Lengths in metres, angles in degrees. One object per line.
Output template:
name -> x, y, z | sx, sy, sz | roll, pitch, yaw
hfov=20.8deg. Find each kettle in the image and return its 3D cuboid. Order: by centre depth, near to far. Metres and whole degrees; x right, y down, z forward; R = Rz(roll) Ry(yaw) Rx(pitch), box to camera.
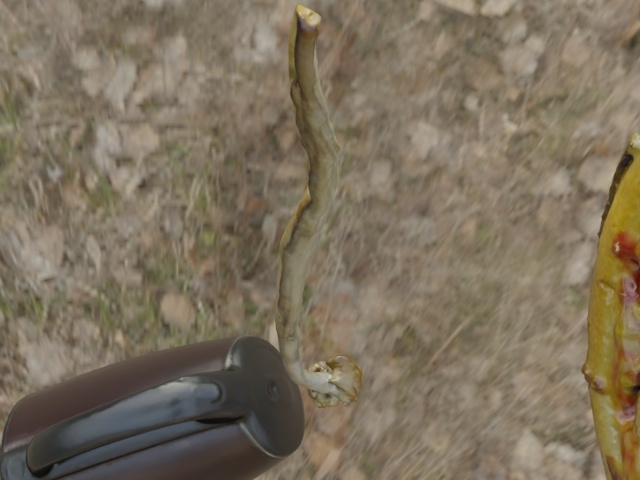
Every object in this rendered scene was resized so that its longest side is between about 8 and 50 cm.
kettle -> -0.139, 0.150, 1.398 | 0.232, 0.202, 0.144 | -24, 68, 27

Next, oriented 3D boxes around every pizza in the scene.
pizza -> 0.162, 0.066, 0.728 | 0.036, 0.184, 0.176 | -10, 31, -22

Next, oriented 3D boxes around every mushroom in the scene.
mushroom -> -0.004, 0.004, 0.605 | 0.028, 0.286, 0.026 | -43, 68, -16
